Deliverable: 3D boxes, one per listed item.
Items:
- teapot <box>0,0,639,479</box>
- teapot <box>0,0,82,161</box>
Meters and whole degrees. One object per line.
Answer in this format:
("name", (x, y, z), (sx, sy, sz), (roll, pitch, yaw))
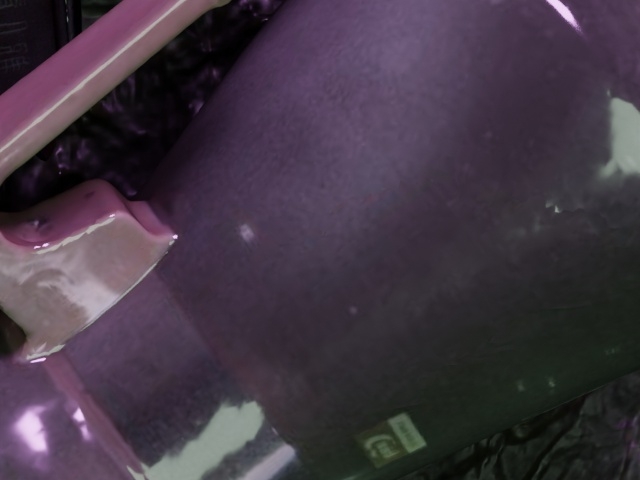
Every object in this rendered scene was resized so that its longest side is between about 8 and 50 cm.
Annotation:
("teapot", (0.000, 0.000, 0.862), (0.344, 0.253, 0.300), (-39, 128, -2))
("teapot", (-0.140, -0.113, 0.833), (0.096, 0.087, 0.177), (-15, 118, -27))
